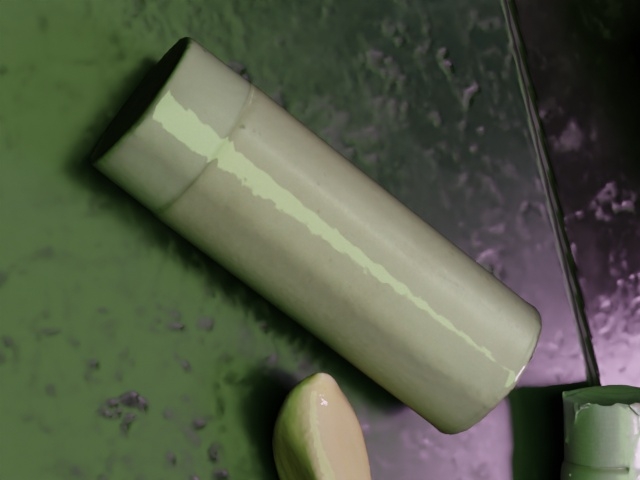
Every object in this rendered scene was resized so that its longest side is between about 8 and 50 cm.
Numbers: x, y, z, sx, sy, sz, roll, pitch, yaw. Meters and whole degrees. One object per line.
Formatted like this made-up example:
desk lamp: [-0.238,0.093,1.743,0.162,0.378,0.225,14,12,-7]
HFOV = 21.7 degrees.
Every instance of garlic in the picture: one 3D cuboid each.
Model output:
garlic: [0.004,0.102,0.736,0.041,0.053,0.083,-15,81,-18]

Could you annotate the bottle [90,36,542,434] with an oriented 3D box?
bottle: [0.000,0.000,0.727,0.201,0.072,0.072,38,78,-15]

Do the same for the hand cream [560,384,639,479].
hand cream: [0.141,0.172,0.789,0.078,0.050,0.205,-5,95,-19]
